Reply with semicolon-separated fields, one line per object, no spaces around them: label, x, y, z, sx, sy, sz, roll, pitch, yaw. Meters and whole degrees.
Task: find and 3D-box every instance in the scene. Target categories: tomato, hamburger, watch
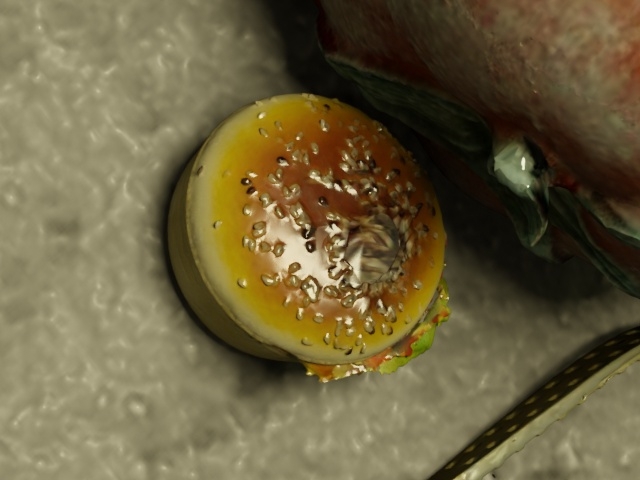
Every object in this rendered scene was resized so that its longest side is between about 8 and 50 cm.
tomato;0.150;-0.118;0.812;0.316;0.316;0.282;42;80;-20
hamburger;0.000;0.000;0.837;0.126;0.081;0.141;-40;103;-30
watch;0.165;0.135;0.923;0.268;0.102;0.165;-30;100;-24
